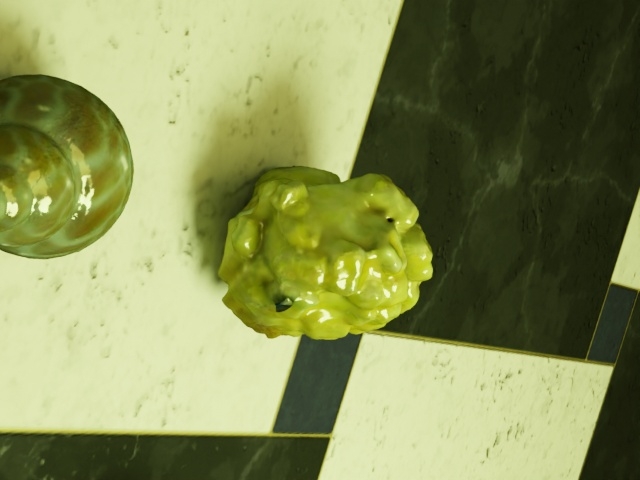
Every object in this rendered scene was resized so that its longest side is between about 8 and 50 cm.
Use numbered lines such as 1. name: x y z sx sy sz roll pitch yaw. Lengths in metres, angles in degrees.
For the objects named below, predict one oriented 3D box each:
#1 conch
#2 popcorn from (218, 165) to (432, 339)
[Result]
1. conch: -0.170 -0.041 0.893 0.116 0.106 0.173 -40 154 -12
2. popcorn: -0.001 0.011 1.117 0.173 0.173 0.142 35 69 -56
